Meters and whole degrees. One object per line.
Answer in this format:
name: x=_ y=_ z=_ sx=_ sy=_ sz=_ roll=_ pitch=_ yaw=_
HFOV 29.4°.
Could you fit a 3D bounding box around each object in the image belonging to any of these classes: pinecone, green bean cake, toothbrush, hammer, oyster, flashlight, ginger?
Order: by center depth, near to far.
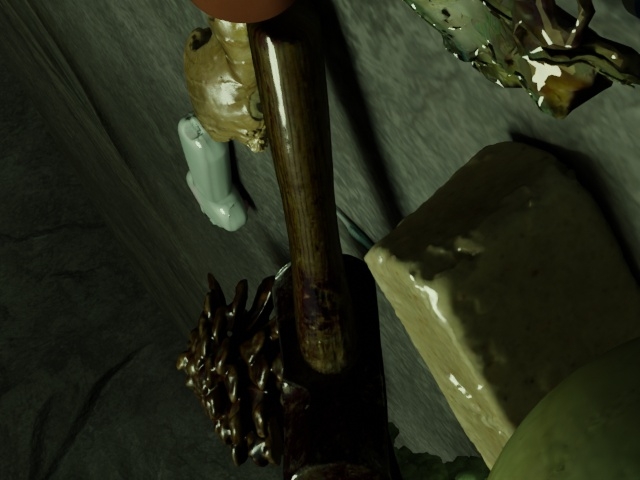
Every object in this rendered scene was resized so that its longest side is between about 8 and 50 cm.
oyster: x=0.023 y=-0.158 z=0.440 sx=0.260 sy=0.092 sz=0.198 roll=66 pitch=172 yaw=-13
green bean cake: x=0.114 y=0.047 z=0.665 sx=0.179 sy=0.109 sz=0.085 roll=60 pitch=167 yaw=-26
hammer: x=0.000 y=0.000 z=0.903 sx=0.242 sy=0.095 sz=0.409 roll=-95 pitch=0 yaw=-51
ginger: x=-0.071 y=-0.145 z=0.948 sx=0.096 sy=0.067 sz=0.165 roll=47 pitch=153 yaw=30
toothbrush: x=0.035 y=0.001 z=1.066 sx=0.167 sy=0.014 sz=0.011 roll=46 pitch=157 yaw=30
flashlight: x=-0.120 y=-0.081 z=1.357 sx=0.093 sy=0.047 sz=0.200 roll=48 pitch=164 yaw=22
pinecone: x=-0.053 y=0.143 z=1.375 sx=0.202 sy=0.201 sz=0.229 roll=33 pitch=-133 yaw=-58

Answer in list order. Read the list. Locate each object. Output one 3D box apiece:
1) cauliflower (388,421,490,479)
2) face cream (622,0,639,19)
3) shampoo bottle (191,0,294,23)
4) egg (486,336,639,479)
cauliflower: x=0.113 y=0.293 z=1.059 sx=0.275 sy=0.250 sz=0.272 roll=25 pitch=107 yaw=42
face cream: x=0.129 y=-0.084 z=0.418 sx=0.130 sy=0.034 sz=0.034 roll=46 pitch=166 yaw=38
shampoo bottle: x=-0.042 y=-0.201 z=0.634 sx=0.085 sy=0.085 sz=0.244 roll=51 pitch=166 yaw=11
egg: x=0.188 y=0.154 z=0.432 sx=0.295 sy=0.218 sz=0.218 roll=31 pitch=158 yaw=31
